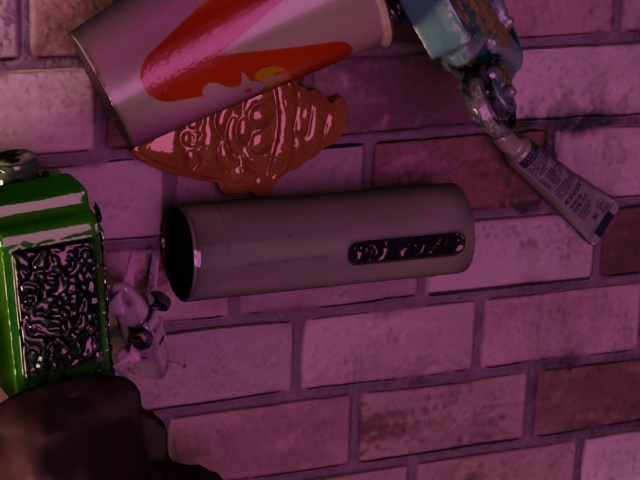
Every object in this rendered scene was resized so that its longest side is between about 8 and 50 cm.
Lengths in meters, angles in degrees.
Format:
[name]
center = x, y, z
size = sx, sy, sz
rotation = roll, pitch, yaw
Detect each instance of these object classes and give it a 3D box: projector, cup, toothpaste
[projector]
center = 0.000, 0.000, 2.021
size = 0.337, 0.108, 0.108
rotation = -5, 108, -23
[cup]
center = -0.095, -0.216, 1.874
size = 0.288, 0.203, 0.203
rotation = -28, 116, -7
[toothpaste]
center = 0.272, -0.069, 2.167
size = 0.216, 0.037, 0.062
rotation = 36, 89, -34

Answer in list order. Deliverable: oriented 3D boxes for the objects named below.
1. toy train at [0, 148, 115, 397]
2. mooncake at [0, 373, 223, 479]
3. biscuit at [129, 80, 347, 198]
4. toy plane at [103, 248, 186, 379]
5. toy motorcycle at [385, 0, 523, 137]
[toy train]
center = -0.288, 0.037, 1.853
size = 0.132, 0.188, 0.243
rotation = -11, 110, -23
[mooncake]
center = -0.256, 0.321, 1.880
size = 0.350, 0.212, 0.381
rotation = -30, 146, 22
[biscuit]
center = -0.084, -0.118, 1.990
size = 0.250, 0.035, 0.162
rotation = -12, 107, -20
[toy plane]
center = -0.191, 0.095, 1.971
size = 0.171, 0.065, 0.162
rotation = 65, 37, -44
[toy motorcycle]
center = 0.144, -0.260, 1.972
size = 0.109, 0.198, 0.296
rotation = -24, 106, 24
